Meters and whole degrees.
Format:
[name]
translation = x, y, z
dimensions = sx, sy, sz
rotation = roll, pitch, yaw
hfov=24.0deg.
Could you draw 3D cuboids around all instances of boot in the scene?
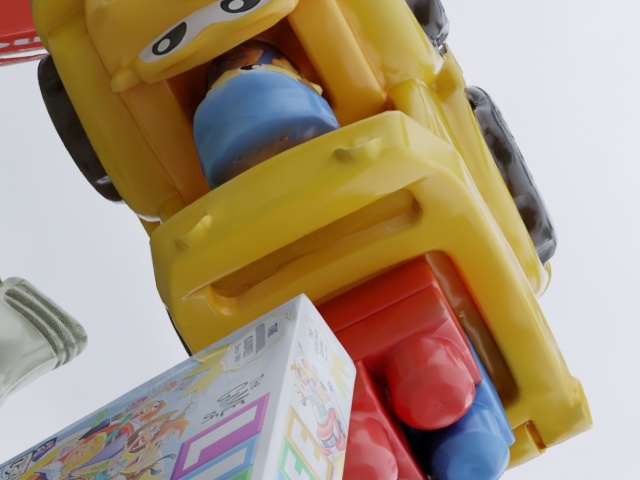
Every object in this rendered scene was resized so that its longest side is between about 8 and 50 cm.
[boot]
translation = -0.307, 0.082, 1.175
dimensions = 0.213, 0.165, 0.077
rotation = 18, -52, 29

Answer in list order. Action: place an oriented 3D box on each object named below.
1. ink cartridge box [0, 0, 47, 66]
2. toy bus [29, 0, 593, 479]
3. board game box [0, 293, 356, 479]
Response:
[ink cartridge box]
translation = -0.187, -0.182, 0.957
dimensions = 0.385, 0.308, 0.091
rotation = -121, -159, -72
[toy bus]
translation = 0.000, 0.000, 0.512
dimensions = 0.220, 0.149, 0.211
rotation = 60, 9, -27
[board game box]
translation = -0.046, 0.077, 0.322
dimensions = 0.026, 0.103, 0.154
rotation = 56, 16, -17
